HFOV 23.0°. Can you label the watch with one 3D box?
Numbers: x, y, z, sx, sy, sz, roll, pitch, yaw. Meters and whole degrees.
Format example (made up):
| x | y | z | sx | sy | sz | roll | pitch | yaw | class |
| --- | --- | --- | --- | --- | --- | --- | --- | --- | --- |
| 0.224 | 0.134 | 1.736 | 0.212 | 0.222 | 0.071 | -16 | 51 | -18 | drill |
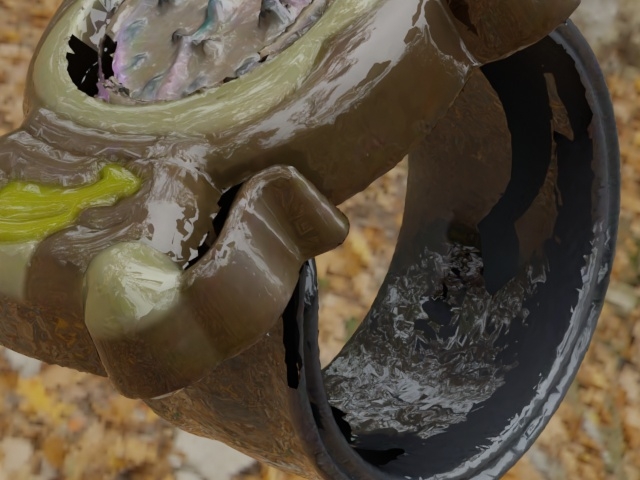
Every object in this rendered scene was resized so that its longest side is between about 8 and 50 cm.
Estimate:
| x | y | z | sx | sy | sz | roll | pitch | yaw | class |
| --- | --- | --- | --- | --- | --- | --- | --- | --- | --- |
| 0.000 | 0.000 | 0.844 | 0.314 | 0.327 | 0.335 | 13 | 57 | 42 | watch |
